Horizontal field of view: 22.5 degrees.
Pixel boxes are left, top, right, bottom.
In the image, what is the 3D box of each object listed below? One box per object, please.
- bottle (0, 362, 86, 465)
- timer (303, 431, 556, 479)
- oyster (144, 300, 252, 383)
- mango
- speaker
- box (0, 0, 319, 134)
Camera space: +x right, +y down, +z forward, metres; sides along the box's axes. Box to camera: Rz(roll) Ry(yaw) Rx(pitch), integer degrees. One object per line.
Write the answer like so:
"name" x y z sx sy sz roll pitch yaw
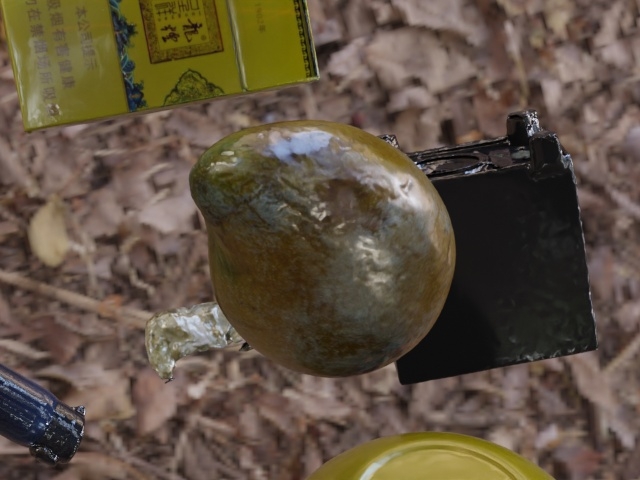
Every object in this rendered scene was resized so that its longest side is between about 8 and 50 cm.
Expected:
"bottle" -0.380 0.173 1.827 0.244 0.072 0.082 31 53 -16
"timer" 0.097 0.373 1.443 0.376 0.376 0.387 -35 139 -36
"oyster" -0.067 0.064 1.465 0.200 0.106 0.061 -15 76 -59
"mango" 0.000 0.000 1.240 0.316 0.193 0.146 52 10 -54
"speaker" 0.168 0.003 1.795 0.232 0.184 0.254 -10 103 0
"box" -0.150 -0.198 1.495 0.279 0.041 0.153 -10 90 -3
